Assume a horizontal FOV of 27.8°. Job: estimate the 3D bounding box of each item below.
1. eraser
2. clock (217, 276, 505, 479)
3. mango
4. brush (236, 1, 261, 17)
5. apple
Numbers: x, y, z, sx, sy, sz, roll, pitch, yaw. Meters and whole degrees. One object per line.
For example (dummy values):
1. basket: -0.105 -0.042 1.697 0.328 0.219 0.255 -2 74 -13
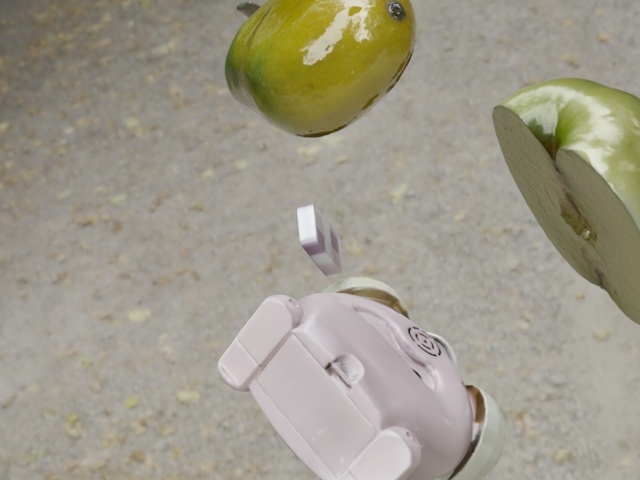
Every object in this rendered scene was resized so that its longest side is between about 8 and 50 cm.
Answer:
1. eraser: 0.000 0.000 1.763 0.026 0.105 0.065 -13 59 17
2. clock: 0.068 0.196 1.710 0.184 0.342 0.326 -45 -20 23
3. mango: -0.004 -0.147 0.963 0.137 0.091 0.237 -48 24 0
4. brush: -0.019 -0.228 1.514 0.034 0.190 0.027 -3 69 51
5. apple: 0.410 -0.057 1.939 0.312 0.360 0.320 -7 44 28
